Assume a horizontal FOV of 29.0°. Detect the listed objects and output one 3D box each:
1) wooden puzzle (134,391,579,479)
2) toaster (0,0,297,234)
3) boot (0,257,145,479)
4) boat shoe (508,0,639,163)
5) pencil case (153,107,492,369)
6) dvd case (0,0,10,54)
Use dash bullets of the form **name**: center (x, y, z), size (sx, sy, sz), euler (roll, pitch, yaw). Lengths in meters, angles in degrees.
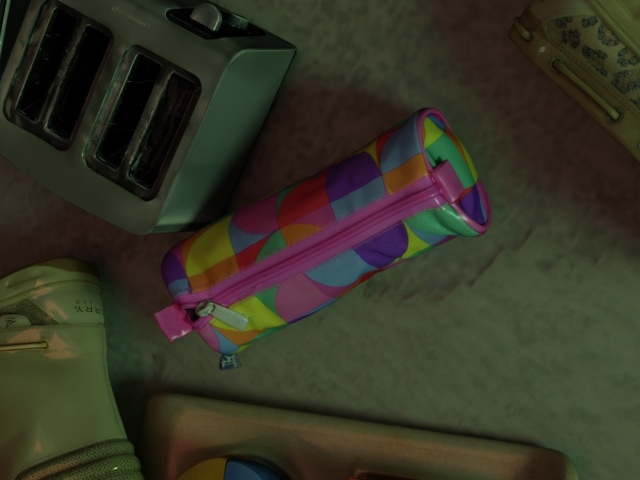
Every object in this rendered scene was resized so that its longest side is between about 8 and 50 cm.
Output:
- **wooden puzzle**: center (-0.012, 0.282, 0.856), size (0.348, 0.080, 0.322), euler (5, 80, 23)
- **toaster**: center (-0.135, -0.100, 0.899), size (0.168, 0.110, 0.185), euler (31, 106, 18)
- **boot**: center (-0.261, 0.153, 0.961), size (0.262, 0.095, 0.203), euler (-26, 69, 16)
- **boat shoe**: center (0.229, -0.053, 0.765), size (0.089, 0.105, 0.285), euler (-40, 69, 25)
- **pencil case**: center (0.000, 0.000, 0.859), size (0.236, 0.104, 0.104), euler (-29, 83, 21)
- **dvd case**: center (-0.266, -0.214, 0.928), size (0.179, 0.030, 0.238), euler (21, 100, 56)
